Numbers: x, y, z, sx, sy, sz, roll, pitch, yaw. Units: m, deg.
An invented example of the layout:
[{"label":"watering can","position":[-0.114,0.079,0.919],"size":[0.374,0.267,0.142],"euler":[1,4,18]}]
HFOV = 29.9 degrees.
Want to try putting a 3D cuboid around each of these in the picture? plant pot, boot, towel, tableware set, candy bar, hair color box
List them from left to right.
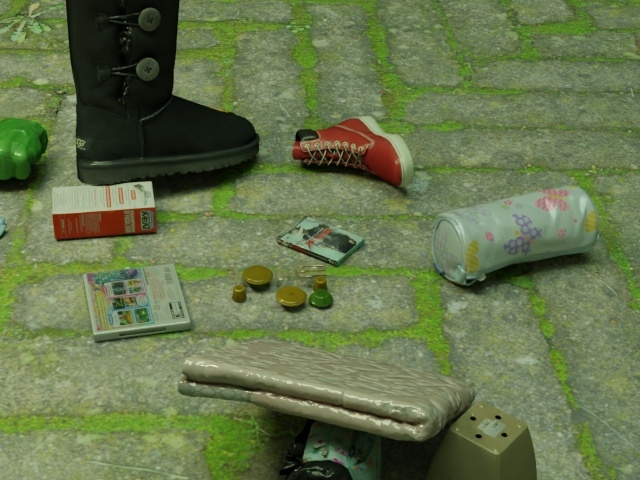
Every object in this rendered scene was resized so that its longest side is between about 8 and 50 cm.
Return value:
[{"label":"hair color box","position":[-0.360,-0.051,1.992],"size":[0.167,0.053,0.093],"euler":[-5,31,-9]},{"label":"boot","position":[-0.263,-0.341,2.052],"size":[0.367,0.445,0.146],"euler":[-15,22,-38]},{"label":"candy bar","position":[-0.206,-0.245,2.291],"size":[0.161,0.040,0.018],"euler":[20,78,48]},{"label":"tableware set","position":[-0.060,0.075,1.851],"size":[0.154,0.024,0.104],"euler":[-1,36,-8]},{"label":"towel","position":[0.020,0.186,1.515],"size":[0.317,0.053,0.332],"euler":[10,3,15]},{"label":"boot","position":[0.050,-0.148,2.146],"size":[0.176,0.088,0.244],"euler":[-12,28,-20]},{"label":"plant pot","position":[0.205,0.268,1.501],"size":[0.109,0.096,0.109],"euler":[25,39,31]}]

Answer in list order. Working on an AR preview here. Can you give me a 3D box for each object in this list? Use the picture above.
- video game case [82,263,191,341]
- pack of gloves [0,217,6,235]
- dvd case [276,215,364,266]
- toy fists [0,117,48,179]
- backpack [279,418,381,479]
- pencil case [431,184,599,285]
[{"label":"video game case","position":[-0.280,0.092,1.810],"size":[0.143,0.019,0.157],"euler":[-7,35,-14]},{"label":"pack of gloves","position":[-0.637,-0.015,1.925],"size":[0.195,0.046,0.232],"euler":[18,36,20]},{"label":"dvd case","position":[0.000,0.000,1.975],"size":[0.119,0.013,0.087],"euler":[21,37,27]},{"label":"toy fists","position":[-0.625,-0.160,2.107],"size":[0.279,0.096,0.142],"euler":[9,23,12]},{"label":"backpack","position":[0.012,0.289,1.432],"size":[0.115,0.152,0.182],"euler":[14,22,6]},{"label":"pencil case","position":[0.314,-0.011,1.924],"size":[0.273,0.113,0.124],"euler":[-14,47,-23]}]
